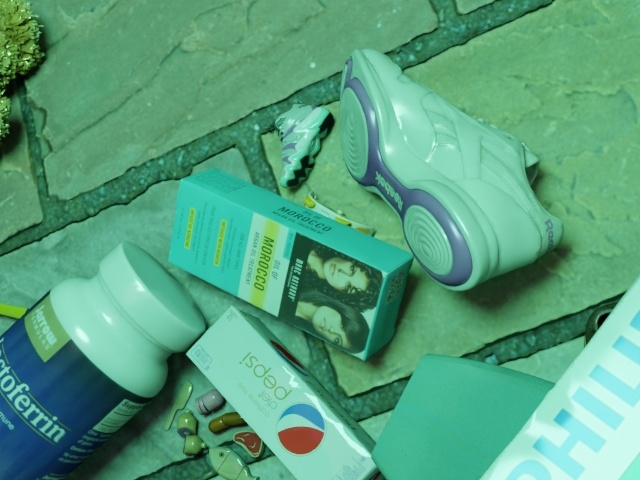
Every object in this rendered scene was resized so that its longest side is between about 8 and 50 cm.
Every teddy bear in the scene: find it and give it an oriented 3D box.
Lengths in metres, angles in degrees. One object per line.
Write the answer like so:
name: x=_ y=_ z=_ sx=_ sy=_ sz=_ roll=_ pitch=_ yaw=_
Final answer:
teddy bear: x=-0.465 y=-0.165 z=1.120 sx=0.245 sy=0.113 sz=0.338 roll=40 pitch=91 yaw=26

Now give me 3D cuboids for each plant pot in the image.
plant pot: x=0.175 y=0.197 z=0.771 sx=0.234 sy=0.165 sz=0.165 roll=26 pitch=85 yaw=36

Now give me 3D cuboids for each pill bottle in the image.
pill bottle: x=-0.253 y=0.133 z=0.940 sx=0.265 sy=0.153 sz=0.153 roll=-43 pitch=66 yaw=4

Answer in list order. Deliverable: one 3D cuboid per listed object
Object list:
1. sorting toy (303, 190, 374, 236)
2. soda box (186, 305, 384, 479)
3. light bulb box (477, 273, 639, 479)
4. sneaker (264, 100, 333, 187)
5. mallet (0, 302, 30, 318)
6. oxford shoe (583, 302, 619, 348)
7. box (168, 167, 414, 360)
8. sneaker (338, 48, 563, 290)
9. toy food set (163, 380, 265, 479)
sorting toy: x=0.000 y=0.000 z=0.956 sx=0.083 sy=0.045 sz=0.075 roll=31 pitch=106 yaw=24
soda box: x=-0.030 y=0.163 z=0.897 sx=0.069 sy=0.074 sz=0.216 roll=-46 pitch=67 yaw=2
light bulb box: x=0.341 y=0.122 z=0.483 sx=0.361 sy=0.225 sz=0.358 roll=36 pitch=86 yaw=30
sneaker: x=-0.036 y=-0.106 z=0.996 sx=0.069 sy=0.038 sz=0.098 roll=23 pitch=74 yaw=25
mallet: x=-0.342 y=0.092 z=1.049 sx=0.190 sy=0.039 sz=0.062 roll=17 pitch=82 yaw=18
oxford shoe: x=0.339 y=0.140 z=0.762 sx=0.271 sy=0.098 sz=0.096 roll=29 pitch=87 yaw=24
box: x=-0.035 y=0.019 z=0.924 sx=0.244 sy=0.060 sz=0.100 roll=24 pitch=117 yaw=24
sneaker: x=0.118 y=-0.079 z=0.911 sx=0.152 sy=0.114 sz=0.305 roll=-14 pitch=54 yaw=-22
toy food set: x=-0.106 y=0.194 z=0.944 sx=0.122 sy=0.019 sz=0.078 roll=24 pitch=84 yaw=23
